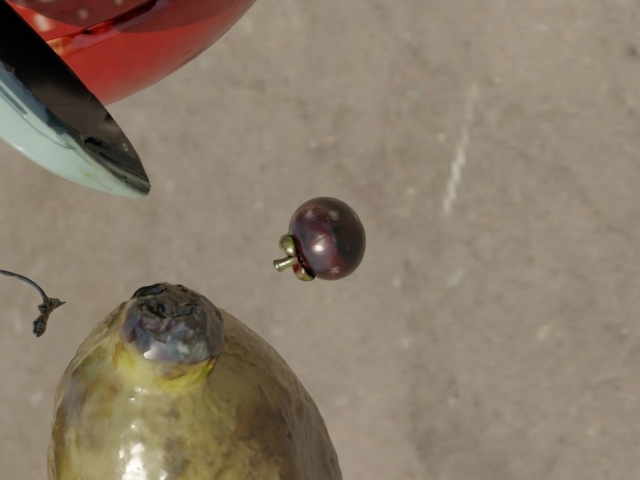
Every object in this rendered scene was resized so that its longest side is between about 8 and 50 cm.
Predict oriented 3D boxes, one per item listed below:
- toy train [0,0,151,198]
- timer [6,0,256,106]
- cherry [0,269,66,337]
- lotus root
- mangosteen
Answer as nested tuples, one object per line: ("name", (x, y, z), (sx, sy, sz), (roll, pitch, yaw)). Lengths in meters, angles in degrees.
("toy train", (-0.175, -0.099, 0.856), (0.048, 0.252, 0.055), (-35, 21, 23))
("timer", (-0.182, -0.240, 1.052), (0.378, 0.378, 0.279), (50, 165, 36))
("cherry", (-0.347, 0.030, 1.710), (0.225, 0.107, 0.090), (25, 117, 3))
("lotus root", (-0.057, 0.093, 0.816), (0.138, 0.138, 0.214), (43, 155, 40))
("mangosteen", (0.003, -0.001, 1.764), (0.081, 0.081, 0.081), (10, 103, 51))
